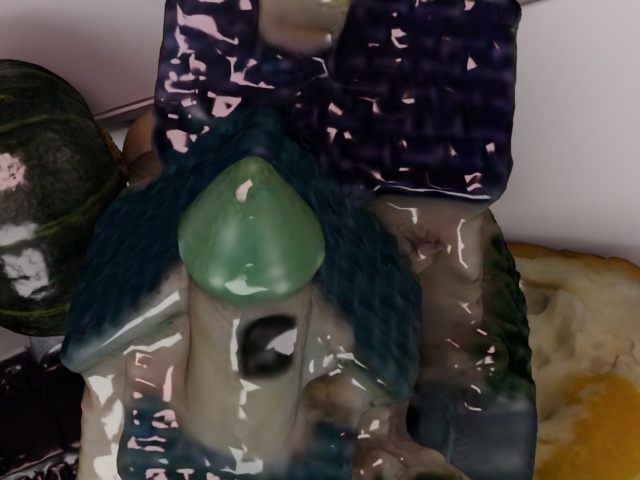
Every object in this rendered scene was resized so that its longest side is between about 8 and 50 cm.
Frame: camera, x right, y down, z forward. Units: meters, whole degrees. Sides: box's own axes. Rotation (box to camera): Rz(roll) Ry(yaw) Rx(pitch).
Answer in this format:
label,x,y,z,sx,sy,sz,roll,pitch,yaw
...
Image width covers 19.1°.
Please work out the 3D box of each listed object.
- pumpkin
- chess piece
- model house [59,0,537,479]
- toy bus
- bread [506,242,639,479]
label,x,y,z,sx,sy,sz,roll,pitch,yaw
pumpkin,-0.171,-0.024,1.113,0.125,0.167,0.167,-39,139,0
chess piece,-0.081,-0.050,1.176,0.083,0.038,0.084,5,147,4
model house,-0.002,-0.001,0.985,0.243,0.298,0.284,3,127,3
toy bus,-0.229,0.177,1.380,0.305,0.143,0.179,-24,155,-4
bread,0.051,0.182,1.276,0.361,0.250,0.394,-27,166,-31
